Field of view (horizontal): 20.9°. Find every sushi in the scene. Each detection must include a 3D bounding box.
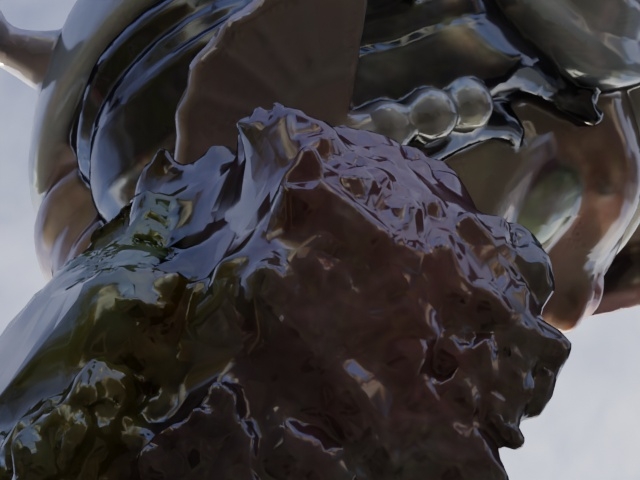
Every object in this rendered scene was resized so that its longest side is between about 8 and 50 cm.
[{"bbox_3d":[-0.045,0.076,0.431,0.107,0.161,0.241,31,-107,-16],"label":"sushi"}]

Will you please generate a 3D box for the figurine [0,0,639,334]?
[{"bbox_3d":[0.042,-0.042,0.710,0.211,0.361,0.253,37,-49,33],"label":"figurine"}]
